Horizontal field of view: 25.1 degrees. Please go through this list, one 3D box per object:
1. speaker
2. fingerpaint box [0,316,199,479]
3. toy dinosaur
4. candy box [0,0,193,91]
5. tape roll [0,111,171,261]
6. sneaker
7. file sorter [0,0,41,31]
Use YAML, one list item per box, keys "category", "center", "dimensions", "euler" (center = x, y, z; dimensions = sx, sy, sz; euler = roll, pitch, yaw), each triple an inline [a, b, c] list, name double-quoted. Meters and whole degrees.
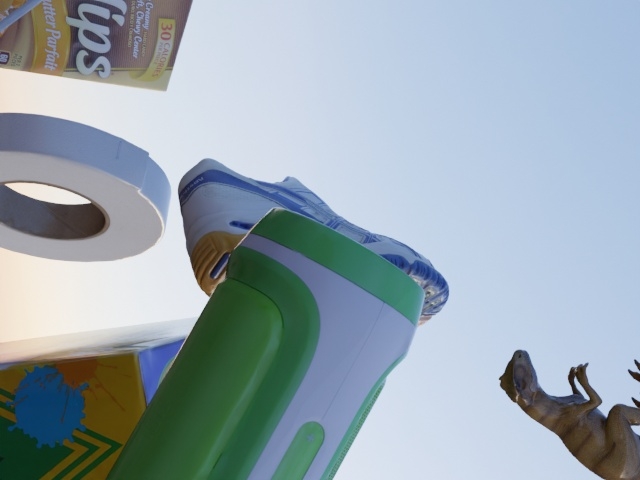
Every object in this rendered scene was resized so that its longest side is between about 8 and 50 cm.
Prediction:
- category: "speaker"
  center: [-0.055, 0.133, 0.854]
  dimensions: [0.296, 0.131, 0.131]
  euler: [-60, -168, -7]
- category: "fingerpaint box"
  center: [-0.254, 0.181, 1.410]
  dimensions: [0.445, 0.371, 0.163]
  euler: [-9, 91, -76]
- category: "toy dinosaur"
  center: [0.214, 0.150, 1.007]
  dimensions: [0.211, 0.112, 0.064]
  euler: [40, -32, 8]
- category: "candy box"
  center: [-0.319, -0.298, 1.745]
  dimensions: [0.087, 0.317, 0.182]
  euler: [57, -46, 51]
- category: "tape roll"
  center: [-0.428, -0.075, 2.267]
  dimensions: [0.392, 0.392, 0.072]
  euler: [114, -15, -64]
- category: "sneaker"
  center: [0.000, 0.000, 1.297]
  dimensions: [0.112, 0.296, 0.131]
  euler: [-43, -131, 25]
- category: "file sorter"
  center: [-0.376, -0.283, 1.192]
  dimensions: [0.278, 0.173, 0.192]
  euler: [33, -26, 34]
